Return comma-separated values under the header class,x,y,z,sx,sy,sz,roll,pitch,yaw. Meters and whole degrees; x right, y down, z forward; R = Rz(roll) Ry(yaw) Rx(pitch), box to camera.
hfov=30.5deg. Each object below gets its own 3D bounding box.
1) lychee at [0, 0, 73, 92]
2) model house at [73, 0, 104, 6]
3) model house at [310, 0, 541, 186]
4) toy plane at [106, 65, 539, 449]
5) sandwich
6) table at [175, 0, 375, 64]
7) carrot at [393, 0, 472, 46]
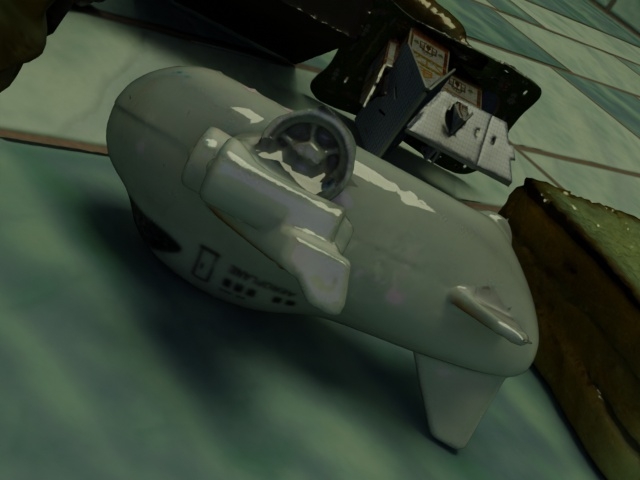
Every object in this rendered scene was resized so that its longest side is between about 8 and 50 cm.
class,x,y,z,sx,sy,sz,roll,pitch,yaw
lychee,-0.219,-0.145,0.389,0.320,0.270,0.270,51,23,-1
model house,-0.229,-0.293,0.802,0.280,0.230,0.249,43,0,20
model house,0.081,-0.095,0.918,0.167,0.117,0.088,28,38,-14
toy plane,0.000,0.000,0.585,0.245,0.117,0.244,29,5,-3
sandwich,0.260,0.090,0.762,0.273,0.095,0.249,18,26,-30
table,-0.046,-0.265,0.918,0.193,0.172,0.169,24,-5,-16
carrot,0.051,-0.326,1.406,0.342,0.070,0.070,44,24,14
